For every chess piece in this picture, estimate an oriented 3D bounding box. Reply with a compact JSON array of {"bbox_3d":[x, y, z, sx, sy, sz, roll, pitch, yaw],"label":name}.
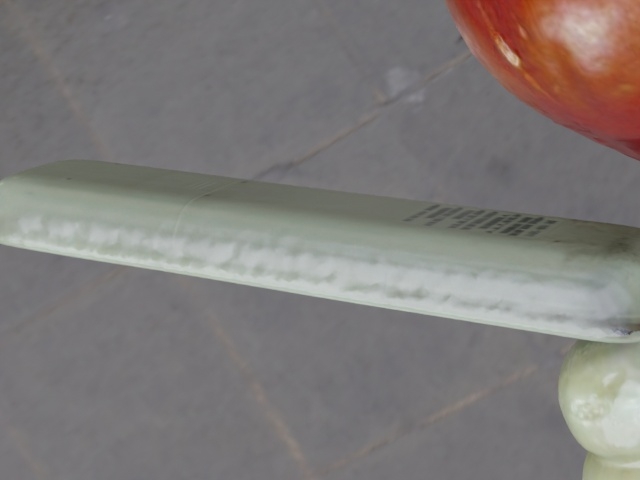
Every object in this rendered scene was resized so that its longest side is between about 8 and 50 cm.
[{"bbox_3d":[0.222,0.161,1.199,0.133,0.133,0.243,-14,110,25],"label":"chess piece"}]

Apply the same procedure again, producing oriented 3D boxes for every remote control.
[{"bbox_3d":[0.000,0.001,0.807,0.309,0.090,0.038,8,104,22],"label":"remote control"}]

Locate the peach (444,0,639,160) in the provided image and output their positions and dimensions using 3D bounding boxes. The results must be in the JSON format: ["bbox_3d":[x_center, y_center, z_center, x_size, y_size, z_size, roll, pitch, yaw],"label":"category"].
[{"bbox_3d":[0.195,-0.189,0.857,0.281,0.281,0.338,39,142,4],"label":"peach"}]
